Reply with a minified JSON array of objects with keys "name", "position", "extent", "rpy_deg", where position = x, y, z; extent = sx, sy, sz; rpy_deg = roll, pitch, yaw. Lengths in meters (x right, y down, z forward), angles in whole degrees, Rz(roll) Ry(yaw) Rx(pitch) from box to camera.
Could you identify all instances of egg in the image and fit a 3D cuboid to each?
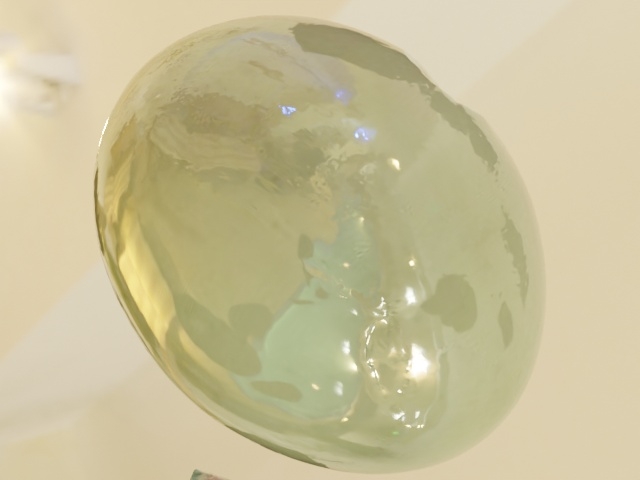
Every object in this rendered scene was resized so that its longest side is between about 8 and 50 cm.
[{"name":"egg","position":[0.000,0.000,0.931],"extent":[0.269,0.219,0.219],"rpy_deg":[38,-44,10]}]

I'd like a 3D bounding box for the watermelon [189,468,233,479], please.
[{"name":"watermelon","position":[-0.040,0.169,1.044],"extent":[0.092,0.072,0.084],"rpy_deg":[57,8,0]}]
